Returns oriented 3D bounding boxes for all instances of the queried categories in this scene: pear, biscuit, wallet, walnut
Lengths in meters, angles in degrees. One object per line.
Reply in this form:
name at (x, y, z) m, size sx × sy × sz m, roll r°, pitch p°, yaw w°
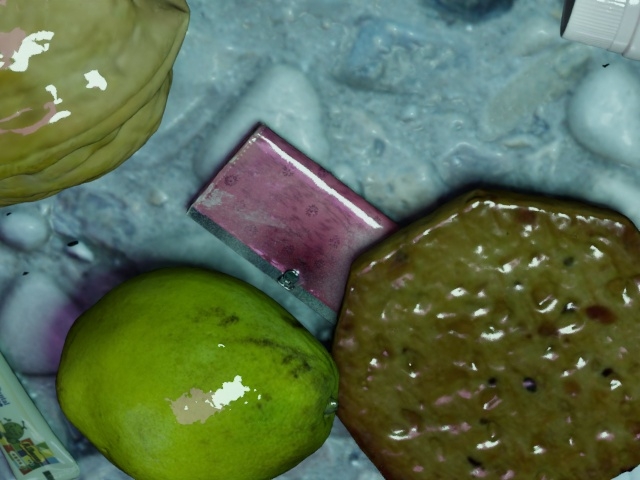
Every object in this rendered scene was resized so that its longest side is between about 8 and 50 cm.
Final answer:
pear at (-0.113, 0.131, 1.642) m, size 0.269 × 0.212 × 0.212 m, roll 6°, pitch 114°, yaw 11°
biscuit at (0.176, 0.110, 1.674) m, size 0.359 × 0.046 × 0.359 m, roll 1°, pitch 116°, yaw 1°
wallet at (0.000, 0.000, 1.671) m, size 0.232 × 0.025 × 0.119 m, roll 37°, pitch 112°, yaw -10°
walnut at (-0.276, -0.173, 1.487) m, size 0.343 × 0.306 × 0.306 m, roll -7°, pitch 112°, yaw 11°

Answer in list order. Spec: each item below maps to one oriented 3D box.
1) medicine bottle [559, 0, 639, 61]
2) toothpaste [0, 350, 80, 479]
medicine bottle at (0.335, -0.200, 1.488) m, size 0.249 × 0.133 × 0.133 m, roll 12°, pitch 114°, yaw 1°
toothpaste at (-0.322, 0.143, 1.766) m, size 0.067 × 0.037 × 0.255 m, roll -20°, pitch 113°, yaw 14°
